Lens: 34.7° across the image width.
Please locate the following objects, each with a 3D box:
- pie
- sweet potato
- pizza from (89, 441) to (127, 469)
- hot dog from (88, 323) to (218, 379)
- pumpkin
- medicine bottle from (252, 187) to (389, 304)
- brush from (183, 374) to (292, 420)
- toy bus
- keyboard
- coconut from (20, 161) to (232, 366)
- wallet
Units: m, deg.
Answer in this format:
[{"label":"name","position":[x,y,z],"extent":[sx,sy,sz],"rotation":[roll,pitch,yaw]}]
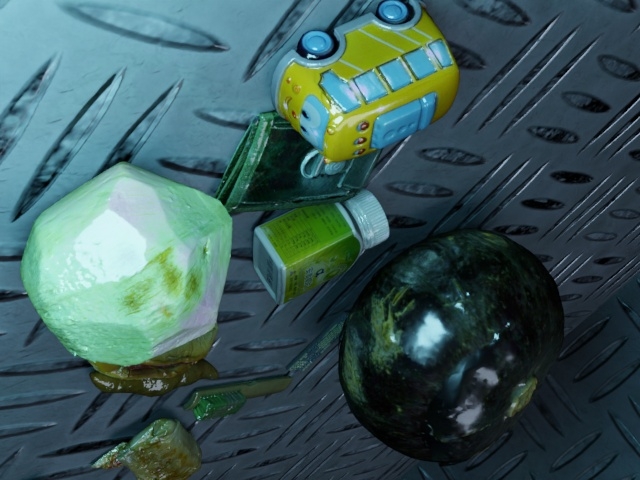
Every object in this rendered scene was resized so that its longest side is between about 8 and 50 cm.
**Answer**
[{"label":"pie","position":[-0.292,0.392,1.883],"extent":[0.128,0.068,0.282],"rotation":[-37,158,-9]},{"label":"sweet potato","position":[-0.259,0.211,1.595],"extent":[0.274,0.067,0.067],"rotation":[2,137,-52]},{"label":"pizza","position":[-0.375,0.399,1.840],"extent":[0.078,0.025,0.083],"rotation":[-24,155,-30]},{"label":"hot dog","position":[-0.238,0.163,1.517],"extent":[0.084,0.073,0.242],"rotation":[-41,156,26]},{"label":"pumpkin","position":[0.235,0.188,1.855],"extent":[0.454,0.344,0.454],"rotation":[-37,147,-29]},{"label":"medicine bottle","position":[0.000,0.000,1.503],"extent":[0.188,0.088,0.132],"rotation":[-27,155,-17]},{"label":"brush","position":[-0.145,0.294,1.930],"extent":[0.054,0.048,0.282],"rotation":[-47,156,25]},{"label":"toy bus","position":[0.059,-0.177,1.182],"extent":[0.209,0.136,0.126],"rotation":[-26,155,-18]},{"label":"keyboard","position":[0.005,0.196,1.981],"extent":[0.176,0.014,0.055],"rotation":[-46,151,22]},{"label":"coconut","position":[-0.204,0.025,1.139],"extent":[0.236,0.236,0.204],"rotation":[-33,-169,-4]},{"label":"wallet","position":[-0.015,-0.107,1.330],"extent":[0.236,0.055,0.160],"rotation":[-11,140,-42]}]
